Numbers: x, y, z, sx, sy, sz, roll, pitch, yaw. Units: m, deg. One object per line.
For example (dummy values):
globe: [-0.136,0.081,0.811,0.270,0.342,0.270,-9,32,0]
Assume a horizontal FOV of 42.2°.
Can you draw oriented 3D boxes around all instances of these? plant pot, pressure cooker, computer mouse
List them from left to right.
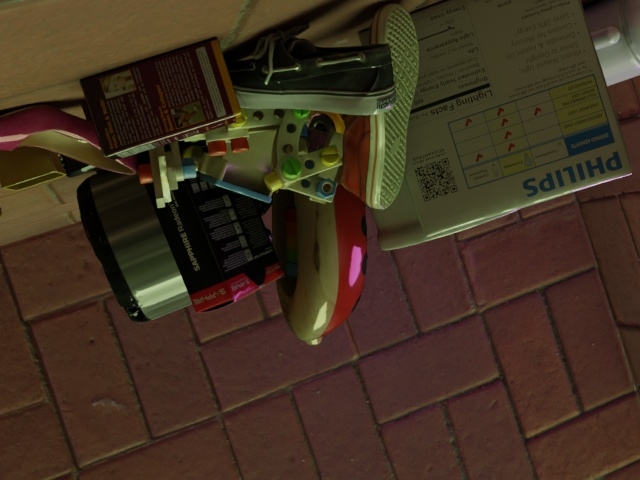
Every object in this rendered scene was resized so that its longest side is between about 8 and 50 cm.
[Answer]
plant pot: [-0.434,-0.126,1.221,0.081,0.083,0.081,-19,-177,-5]
computer mouse: [-0.451,-0.149,1.473,0.184,0.060,0.262,-23,-165,-5]
pressure cooker: [-0.306,-0.043,1.923,0.420,0.370,0.376,-22,141,-6]

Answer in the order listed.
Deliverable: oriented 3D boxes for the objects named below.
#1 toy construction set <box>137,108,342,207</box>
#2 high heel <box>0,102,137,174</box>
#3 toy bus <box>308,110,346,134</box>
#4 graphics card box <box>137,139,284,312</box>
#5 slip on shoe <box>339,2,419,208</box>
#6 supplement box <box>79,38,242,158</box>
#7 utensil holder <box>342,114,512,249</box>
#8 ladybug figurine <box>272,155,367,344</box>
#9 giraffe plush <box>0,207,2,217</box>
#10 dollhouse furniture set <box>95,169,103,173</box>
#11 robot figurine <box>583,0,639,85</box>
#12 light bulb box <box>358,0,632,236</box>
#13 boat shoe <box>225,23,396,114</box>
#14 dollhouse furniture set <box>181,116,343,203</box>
toy construction set: [-0.134,-0.150,1.304,0.327,0.215,0.151,-8,178,-25]
high heel: [-0.367,-0.127,1.157,0.082,0.117,0.244,-16,-176,40]
toy bus: [0.105,-0.287,2.143,0.211,0.220,0.149,-24,-178,36]
graphics card box: [-0.216,-0.065,1.590,0.094,0.371,0.233,-20,-177,25]
slip on shoe: [0.081,-0.205,1.290,0.101,0.331,0.123,23,-141,26]
supplement box: [-0.208,-0.184,1.100,0.188,0.104,0.081,-18,-177,-4]
utensil holder: [0.222,-0.211,1.736,0.327,0.386,0.327,-19,-178,1]
ladybug figurine: [0.000,0.000,1.769,0.161,0.450,0.305,-3,-169,-18]
giraffe plush: [-0.619,-0.043,1.347,0.210,0.181,0.170,-31,-166,47]
dollhouse furniture set: [-0.503,-0.149,2.082,0.151,0.076,0.058,-22,-174,-42]
robot figurine: [0.712,-0.483,1.975,0.300,0.200,0.353,-22,-176,-42]
light bulb box: [0.295,-0.233,1.434,0.357,0.361,0.225,-17,-177,11]
boat shoe: [-0.040,-0.243,1.160,0.306,0.105,0.113,13,-148,33]
dollhouse furniture set: [-0.115,-0.231,1.525,0.198,0.287,0.303,24,-174,41]
